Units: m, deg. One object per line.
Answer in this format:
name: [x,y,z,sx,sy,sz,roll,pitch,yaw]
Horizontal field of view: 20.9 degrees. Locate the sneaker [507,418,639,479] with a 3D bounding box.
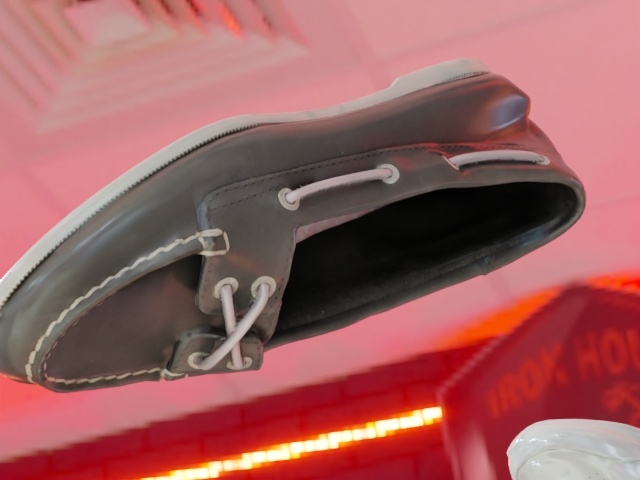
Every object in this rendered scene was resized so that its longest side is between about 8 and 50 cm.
sneaker: [0.274,0.257,1.389,0.114,0.305,0.152,-58,-11,30]

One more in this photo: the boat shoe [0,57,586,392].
boat shoe: [0.000,0.000,0.808,0.335,0.095,0.112,-25,-30,-39]
